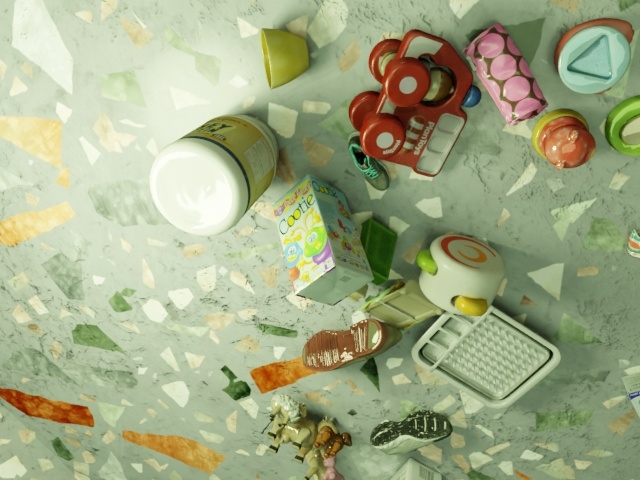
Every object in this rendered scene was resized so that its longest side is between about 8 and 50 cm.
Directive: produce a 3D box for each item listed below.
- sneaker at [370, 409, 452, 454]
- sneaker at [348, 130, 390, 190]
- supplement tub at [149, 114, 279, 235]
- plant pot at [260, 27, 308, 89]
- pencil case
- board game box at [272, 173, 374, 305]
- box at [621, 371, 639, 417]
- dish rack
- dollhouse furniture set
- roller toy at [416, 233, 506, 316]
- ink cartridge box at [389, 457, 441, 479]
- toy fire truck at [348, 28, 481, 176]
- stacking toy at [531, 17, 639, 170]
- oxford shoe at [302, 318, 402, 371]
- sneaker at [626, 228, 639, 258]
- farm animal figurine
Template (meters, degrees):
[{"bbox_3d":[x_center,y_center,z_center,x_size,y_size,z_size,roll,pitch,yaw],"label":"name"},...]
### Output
[{"bbox_3d":[0.297,0.620,1.667,0.271,0.100,0.108,-24,123,28],"label":"sneaker"},{"bbox_3d":[0.114,-0.187,1.299,0.065,0.076,0.166,-29,106,27],"label":"sneaker"},{"bbox_3d":[-0.238,-0.172,1.261,0.228,0.316,0.228,6,118,12],"label":"supplement tub"},{"bbox_3d":[-0.080,-0.425,1.209,0.095,0.134,0.134,-10,116,-8],"label":"plant pot"},{"bbox_3d":[0.391,-0.345,1.113,0.098,0.095,0.209,-33,89,-10],"label":"pencil case"},{"bbox_3d":[0.000,0.000,1.297,0.142,0.275,0.144,-37,141,28],"label":"board game box"},{"bbox_3d":[0.907,0.420,1.404,0.126,0.072,0.137,-27,108,26],"label":"box"},{"bbox_3d":[0.457,0.304,1.465,0.332,0.072,0.285,32,119,-3],"label":"dish rack"},{"bbox_3d":[0.181,0.105,1.440,0.301,0.151,0.197,30,143,-21],"label":"dollhouse furniture set"},{"bbox_3d":[0.353,0.090,1.310,0.209,0.191,0.146,33,126,30],"label":"roller toy"},{"bbox_3d":[0.261,0.936,1.728,0.130,0.272,0.309,29,121,-1],"label":"ink cartridge box"},{"bbox_3d":[0.220,-0.303,1.181,0.253,0.169,0.302,12,123,-19],"label":"toy fire truck"},{"bbox_3d":[0.611,-0.288,1.084,0.279,0.130,0.309,7,118,12],"label":"stacking toy"},{"bbox_3d":[0.087,0.322,1.545,0.130,0.123,0.348,16,152,-41],"label":"oxford shoe"},{"bbox_3d":[0.809,-0.001,1.220,0.161,0.057,0.075,-2,122,19],"label":"sneaker"},{"bbox_3d":[-0.029,0.666,1.738,0.326,0.172,0.330,26,129,15],"label":"farm animal figurine"}]
